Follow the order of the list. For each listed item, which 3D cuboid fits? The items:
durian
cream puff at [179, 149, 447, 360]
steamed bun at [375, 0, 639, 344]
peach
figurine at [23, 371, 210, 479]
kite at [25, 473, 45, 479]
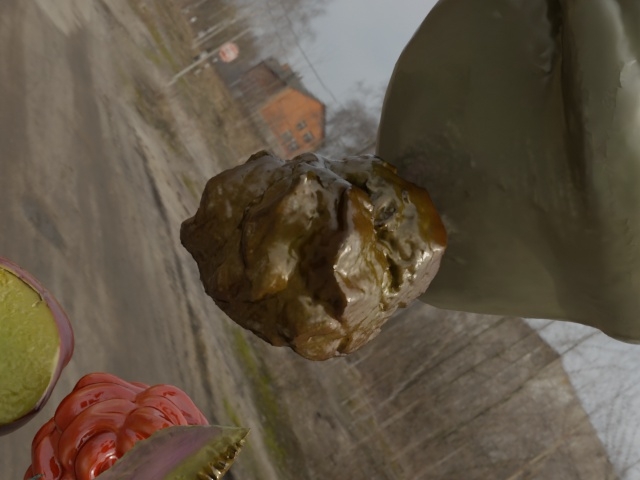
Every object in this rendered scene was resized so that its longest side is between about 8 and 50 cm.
[{"bbox_3d":[-0.122,0.194,0.467,0.140,0.224,0.078,40,17,-21],"label":"durian"},{"bbox_3d":[0.000,0.000,0.359,0.122,0.094,0.116,28,11,-12],"label":"cream puff"},{"bbox_3d":[0.213,-0.083,0.431,0.324,0.310,0.219,5,12,-37],"label":"steamed bun"},{"bbox_3d":[-0.511,0.141,1.086,0.275,0.245,0.248,54,36,-25],"label":"peach"},{"bbox_3d":[-0.230,0.369,1.002,0.412,0.241,0.306,76,21,-52],"label":"figurine"},{"bbox_3d":[-0.324,0.262,0.761,0.152,0.137,0.005,-11,101,-63],"label":"kite"}]
